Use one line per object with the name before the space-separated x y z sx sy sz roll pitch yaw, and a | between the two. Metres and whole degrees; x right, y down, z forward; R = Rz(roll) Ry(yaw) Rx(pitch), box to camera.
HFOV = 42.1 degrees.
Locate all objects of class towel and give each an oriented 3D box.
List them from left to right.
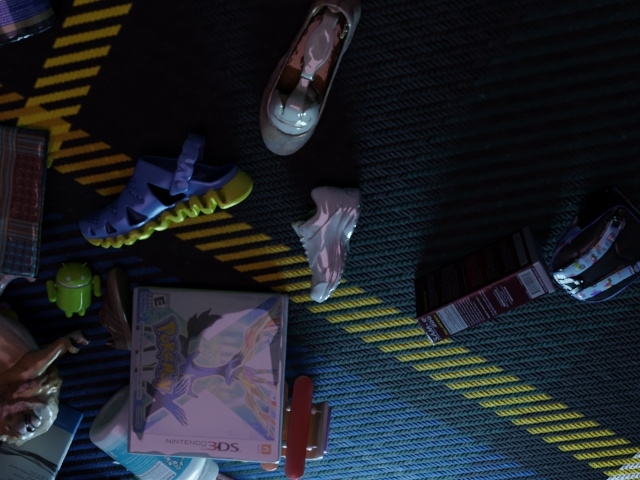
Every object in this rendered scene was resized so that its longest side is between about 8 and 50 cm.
towel | -0.675 -0.083 1.473 0.370 0.040 0.271 7 96 2

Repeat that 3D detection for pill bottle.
pill bottle | -0.503 -0.421 1.277 0.123 0.123 0.219 -11 118 10
pill bottle | -0.338 0.429 1.735 0.146 0.146 0.264 -38 111 22

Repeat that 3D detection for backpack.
backpack | 0.490 0.015 1.455 0.158 0.117 0.173 40 114 -18

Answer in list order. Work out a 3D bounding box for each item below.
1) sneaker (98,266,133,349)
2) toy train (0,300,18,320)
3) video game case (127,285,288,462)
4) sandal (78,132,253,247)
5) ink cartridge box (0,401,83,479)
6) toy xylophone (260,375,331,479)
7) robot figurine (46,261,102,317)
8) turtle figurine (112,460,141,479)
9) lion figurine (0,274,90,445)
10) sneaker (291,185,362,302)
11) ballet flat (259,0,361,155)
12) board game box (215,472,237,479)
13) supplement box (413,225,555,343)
sneaker | -0.404 0.139 1.620 0.071 0.066 0.188 -2 119 7
toy train | -0.654 0.183 1.662 0.125 0.046 0.166 -32 113 -4
video game case | -0.218 0.258 1.610 0.300 0.036 0.329 3 92 2
sandal | -0.285 -0.091 1.458 0.317 0.126 0.138 -23 112 7
ink cartridge box | -0.629 0.498 1.702 0.129 0.307 0.223 31 117 -13
toy xylophone | -0.138 0.397 1.680 0.323 0.236 0.081 -1 161 -2
robot figurine | -0.473 0.091 1.597 0.101 0.067 0.115 -4 123 -25
turtle figurine | -0.398 0.556 1.783 0.234 0.175 0.118 21 142 -15
lion figurine | -0.612 0.191 1.595 0.240 0.142 0.392 -34 99 4
sneaker | 0.000 0.000 1.510 0.115 0.090 0.232 15 111 3
ballet flat | -0.028 -0.262 1.342 0.107 0.106 0.316 19 119 -6
board game box | -0.243 0.587 1.886 0.281 0.027 0.145 26 117 -10
supplement box | 0.289 0.081 1.500 0.239 0.130 0.073 -27 115 19
